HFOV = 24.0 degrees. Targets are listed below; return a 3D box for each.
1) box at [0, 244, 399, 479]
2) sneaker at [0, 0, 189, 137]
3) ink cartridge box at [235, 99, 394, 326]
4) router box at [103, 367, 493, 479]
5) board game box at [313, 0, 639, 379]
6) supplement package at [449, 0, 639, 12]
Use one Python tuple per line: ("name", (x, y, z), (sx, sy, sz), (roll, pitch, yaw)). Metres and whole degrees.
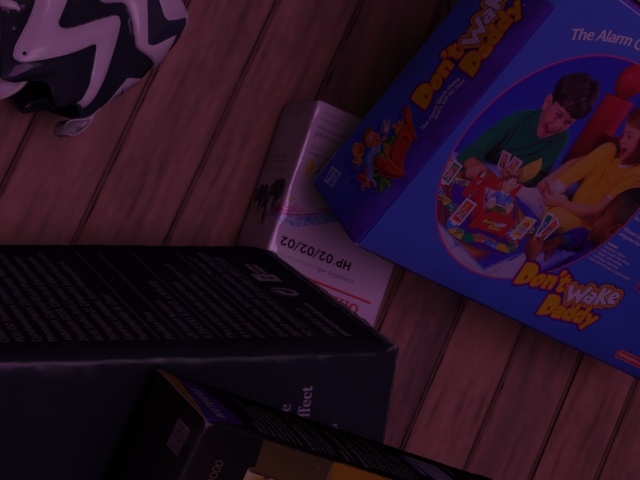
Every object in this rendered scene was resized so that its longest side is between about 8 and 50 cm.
("box", (-0.188, 0.169, 0.909), (0.395, 0.212, 0.293), (1, 106, -27))
("sneaker", (-0.211, -0.163, 0.974), (0.235, 0.094, 0.153), (46, 64, -31))
("ink cartridge box", (0.000, 0.000, 1.107), (0.104, 0.061, 0.181), (21, 84, -26))
("router box", (-0.039, 0.252, 0.839), (0.243, 0.081, 0.309), (22, 96, -30))
("board game box", (0.198, -0.048, 1.091), (0.347, 0.078, 0.233), (26, 111, -40))
("supplement package", (0.190, -0.249, 1.147), (0.139, 0.134, 0.244), (1, 93, -27))
